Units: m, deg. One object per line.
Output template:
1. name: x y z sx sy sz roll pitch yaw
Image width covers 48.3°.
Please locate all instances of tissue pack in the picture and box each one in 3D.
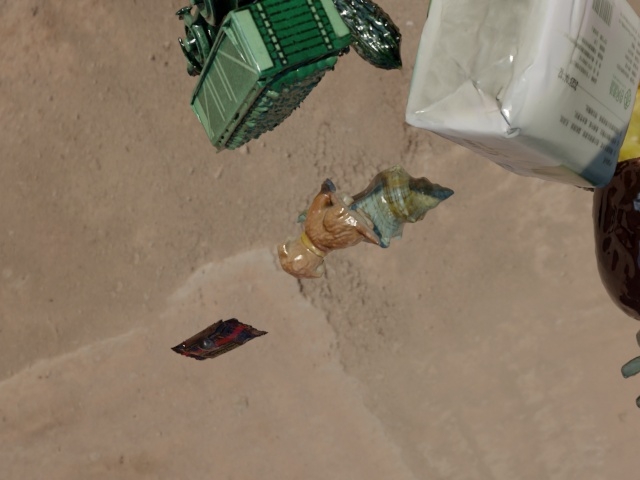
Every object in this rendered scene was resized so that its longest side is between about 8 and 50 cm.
1. tissue pack: 0.291 -0.235 0.978 0.356 0.193 0.266 12 92 -51

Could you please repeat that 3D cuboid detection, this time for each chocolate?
1. chocolate: -0.178 0.175 1.231 0.182 0.028 0.086 -28 139 33

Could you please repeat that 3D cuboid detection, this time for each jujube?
1. jujube: 0.625 -0.001 1.343 0.223 0.223 0.318 -13 89 -10

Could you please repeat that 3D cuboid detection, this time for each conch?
1. conch: 0.121 -0.060 1.655 0.386 0.170 0.203 -25 175 22

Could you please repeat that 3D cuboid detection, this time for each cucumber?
1. cucumber: 0.016 -0.423 1.234 0.359 0.096 0.096 41 110 9

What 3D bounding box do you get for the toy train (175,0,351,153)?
1. toy train: -0.071 -0.198 0.710 0.115 0.269 0.154 -32 92 -21

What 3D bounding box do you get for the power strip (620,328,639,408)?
1. power strip: 0.463 0.125 0.831 0.224 0.139 0.140 -21 152 -6

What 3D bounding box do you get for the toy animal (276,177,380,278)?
1. toy animal: 0.009 0.012 1.281 0.185 0.184 0.104 -45 130 9

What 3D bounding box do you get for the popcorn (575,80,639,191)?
1. popcorn: 0.709 -0.187 1.541 0.381 0.349 0.349 -10 130 12
